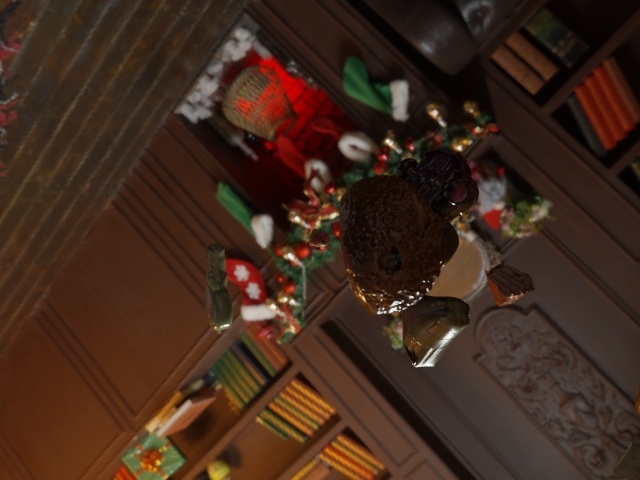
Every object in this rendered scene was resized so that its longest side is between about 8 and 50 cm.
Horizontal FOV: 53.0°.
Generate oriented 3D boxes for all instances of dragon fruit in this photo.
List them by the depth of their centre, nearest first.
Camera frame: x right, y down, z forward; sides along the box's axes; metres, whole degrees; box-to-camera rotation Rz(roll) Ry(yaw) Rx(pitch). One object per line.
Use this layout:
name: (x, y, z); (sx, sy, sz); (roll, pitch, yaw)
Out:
dragon fruit: (0.000, 0.000, 2.024); (0.060, 0.056, 0.083); (-67, 164, -5)

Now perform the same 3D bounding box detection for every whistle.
whistle: (-0.263, 0.129, 1.654); (0.067, 0.126, 0.258); (-11, 119, -22)

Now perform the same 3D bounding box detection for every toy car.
toy car: (0.330, -0.083, 1.886); (0.240, 0.271, 0.341); (39, 90, -34)

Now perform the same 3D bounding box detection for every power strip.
power strip: (0.849, 0.597, 1.744); (0.019, 0.051, 0.136); (-42, 151, -59)

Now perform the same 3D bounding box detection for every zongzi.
zongzi: (0.274, 0.155, 1.582); (0.228, 0.115, 0.256); (117, -22, -47)

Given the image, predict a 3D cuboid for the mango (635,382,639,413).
mango: (0.842, 0.236, 1.279); (0.445, 0.232, 0.300); (-43, 126, 13)

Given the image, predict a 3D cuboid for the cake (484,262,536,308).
cake: (0.585, 0.153, 1.966); (0.098, 0.135, 0.287); (-16, -174, 2)

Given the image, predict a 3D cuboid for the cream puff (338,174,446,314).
cream puff: (0.152, -0.002, 1.343); (0.212, 0.303, 0.303); (-15, 171, 10)
